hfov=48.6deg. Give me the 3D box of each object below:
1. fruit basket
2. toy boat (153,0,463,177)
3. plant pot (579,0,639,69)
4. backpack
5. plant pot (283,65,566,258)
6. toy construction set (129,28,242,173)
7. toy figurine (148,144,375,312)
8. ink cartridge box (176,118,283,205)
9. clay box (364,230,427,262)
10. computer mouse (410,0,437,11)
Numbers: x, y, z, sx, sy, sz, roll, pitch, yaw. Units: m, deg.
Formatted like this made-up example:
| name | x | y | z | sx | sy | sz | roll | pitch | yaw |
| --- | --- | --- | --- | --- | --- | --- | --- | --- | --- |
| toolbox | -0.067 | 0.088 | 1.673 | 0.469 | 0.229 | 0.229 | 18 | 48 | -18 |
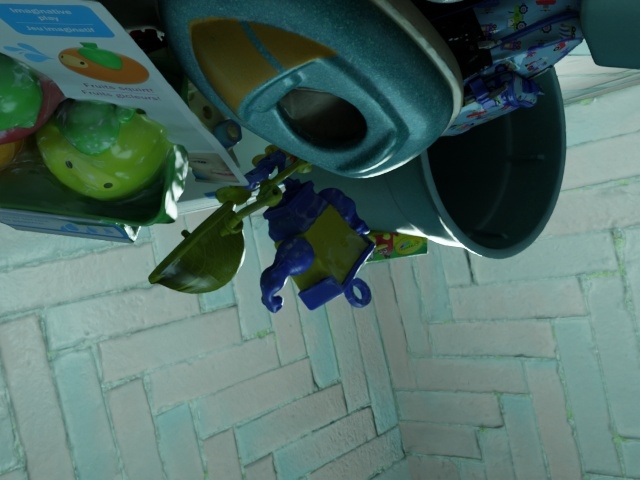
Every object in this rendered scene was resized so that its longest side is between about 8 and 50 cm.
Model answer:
| name | x | y | z | sx | sy | sz | roll | pitch | yaw |
| --- | --- | --- | --- | --- | --- | --- | --- | --- | --- |
| fruit basket | -0.252 | -0.099 | 0.564 | 0.327 | 0.165 | 0.353 | 6 | 175 | 9 |
| toy boat | 0.015 | -0.157 | 0.510 | 0.268 | 0.148 | 0.318 | 28 | 147 | -19 |
| plant pot | 0.263 | -0.212 | 0.472 | 0.166 | 0.165 | 0.234 | 14 | -171 | 29 |
| backpack | 0.171 | -0.181 | 0.673 | 0.173 | 0.116 | 0.158 | -20 | 179 | 21 |
| plant pot | 0.130 | -0.149 | 1.058 | 0.341 | 0.341 | 0.334 | -13 | -170 | -41 |
| toy construction set | -0.078 | -0.180 | 0.772 | 0.328 | 0.151 | 0.215 | -24 | 174 | 39 |
| toy figurine | 0.000 | 0.000 | 0.809 | 0.191 | 0.217 | 0.362 | -24 | -162 | 35 |
| ink cartridge box | -0.246 | -0.143 | 1.366 | 0.286 | 0.166 | 0.395 | -12 | -178 | -14 |
| clay box | 0.054 | -0.001 | 1.193 | 0.222 | 0.053 | 0.127 | -9 | -162 | -8 |
| computer mouse | 0.214 | -0.281 | 0.688 | 0.262 | 0.060 | 0.184 | -9 | 173 | -25 |
